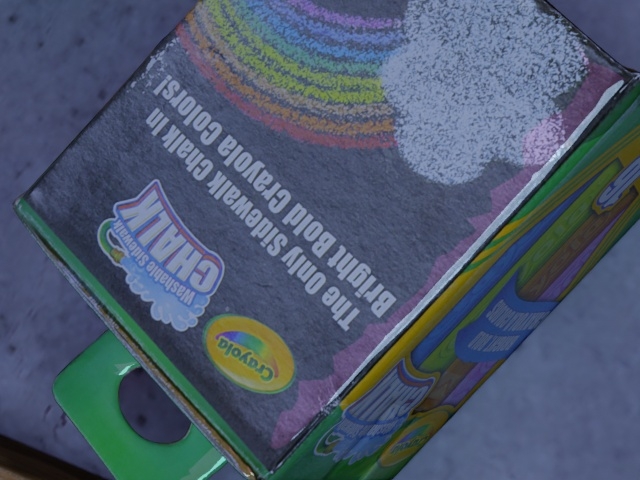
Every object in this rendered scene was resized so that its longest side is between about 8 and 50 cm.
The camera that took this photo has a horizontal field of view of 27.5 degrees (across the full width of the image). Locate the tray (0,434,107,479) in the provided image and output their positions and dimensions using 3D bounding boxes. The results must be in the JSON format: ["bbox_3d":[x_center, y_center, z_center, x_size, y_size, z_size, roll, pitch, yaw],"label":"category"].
[{"bbox_3d":[-0.116,0.190,0.491,0.411,0.076,0.203,18,86,23],"label":"tray"}]

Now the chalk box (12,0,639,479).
[{"bbox_3d":[0.000,0.000,0.455,0.213,0.132,0.132,-47,69,7],"label":"chalk box"}]
